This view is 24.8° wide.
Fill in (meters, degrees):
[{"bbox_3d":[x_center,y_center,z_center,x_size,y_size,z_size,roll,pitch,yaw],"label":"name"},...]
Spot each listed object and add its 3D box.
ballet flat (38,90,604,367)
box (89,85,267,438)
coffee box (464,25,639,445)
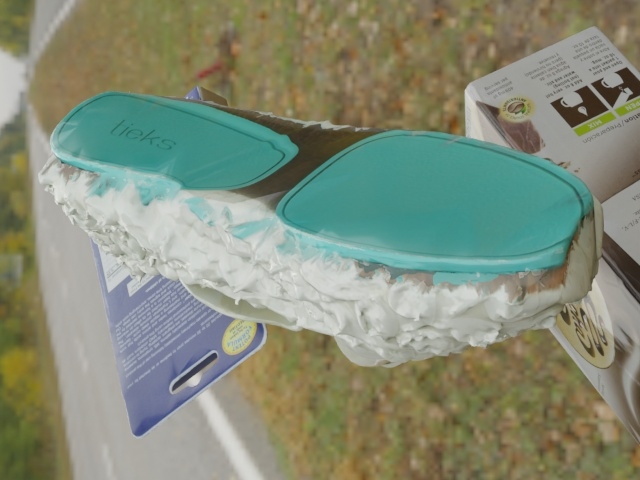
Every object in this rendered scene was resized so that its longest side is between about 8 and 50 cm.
[{"bbox_3d":[0.000,0.000,0.844,0.409,0.147,0.147,17,108,43],"label":"ballet flat"},{"bbox_3d":[-0.097,0.017,1.016,0.136,0.036,0.225,-38,49,26],"label":"box"},{"bbox_3d":[0.226,0.016,1.022,0.297,0.119,0.168,55,165,34],"label":"coffee box"}]
